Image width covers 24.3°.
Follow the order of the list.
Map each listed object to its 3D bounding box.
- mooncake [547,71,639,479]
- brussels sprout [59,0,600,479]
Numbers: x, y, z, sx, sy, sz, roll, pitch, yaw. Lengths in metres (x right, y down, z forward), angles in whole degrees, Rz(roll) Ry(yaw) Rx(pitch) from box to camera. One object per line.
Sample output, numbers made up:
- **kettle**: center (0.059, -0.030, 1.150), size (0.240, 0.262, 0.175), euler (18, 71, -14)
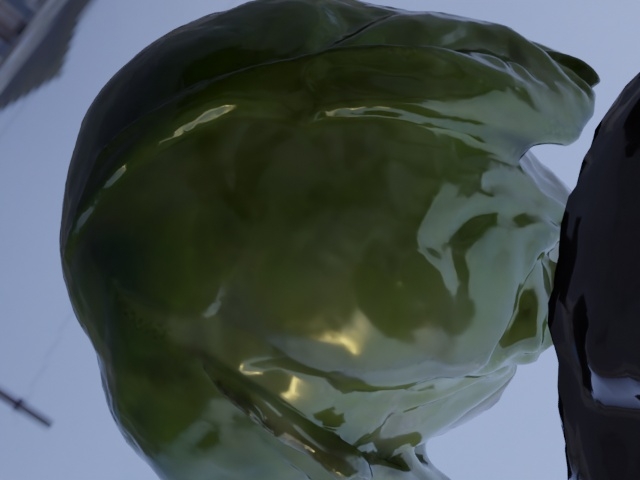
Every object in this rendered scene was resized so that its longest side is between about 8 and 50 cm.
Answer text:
- **mooncake**: center (0.286, 0.069, 0.648), size (0.351, 0.381, 0.212), euler (-58, -162, -9)
- **brussels sprout**: center (-0.012, -0.009, 1.126), size (0.342, 0.361, 0.425), euler (-36, -145, 58)
